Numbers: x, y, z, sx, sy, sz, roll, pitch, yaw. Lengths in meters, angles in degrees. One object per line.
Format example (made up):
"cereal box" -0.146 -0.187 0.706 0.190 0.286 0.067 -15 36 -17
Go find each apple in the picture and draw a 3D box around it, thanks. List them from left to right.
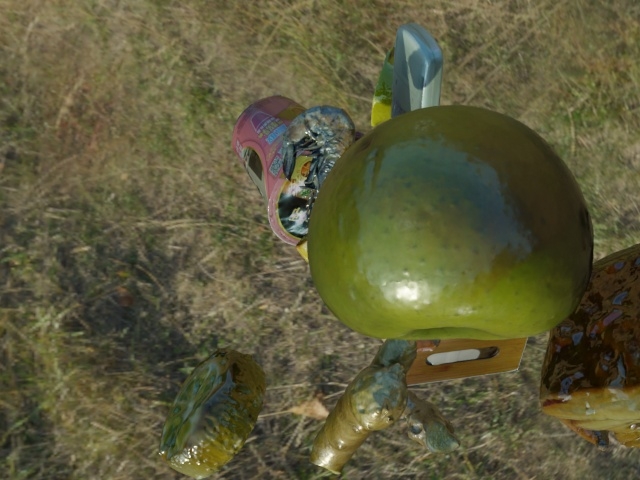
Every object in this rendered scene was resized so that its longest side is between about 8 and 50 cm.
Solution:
"apple" 0.087 -0.007 0.577 0.197 0.196 0.156 -8 70 25

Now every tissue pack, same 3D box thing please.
"tissue pack" 0.258 0.170 1.592 0.246 0.159 0.135 -7 48 -5

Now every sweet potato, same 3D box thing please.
"sweet potato" 0.487 0.271 1.599 0.112 0.112 0.359 -35 28 18

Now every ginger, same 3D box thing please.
"ginger" 0.045 0.219 1.022 0.065 0.118 0.298 31 142 3
"ginger" 0.241 0.413 1.877 0.138 0.213 0.074 31 94 -18

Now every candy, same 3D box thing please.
"candy" -0.210 0.328 1.576 0.118 0.260 0.260 38 105 -19

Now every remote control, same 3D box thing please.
"remote control" 0.183 -0.271 1.588 0.056 0.296 0.140 -16 46 -16

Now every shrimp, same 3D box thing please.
"shrimp" -0.011 -0.097 1.060 0.091 0.034 0.160 13 105 -6

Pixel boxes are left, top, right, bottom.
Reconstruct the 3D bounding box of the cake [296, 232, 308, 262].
"cake" 0.000 0.000 1.365 0.084 0.084 0.044 -38 98 17

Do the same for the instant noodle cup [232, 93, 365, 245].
"instant noodle cup" -0.048 -0.153 1.574 0.244 0.244 0.255 -52 47 12

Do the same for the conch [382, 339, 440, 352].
"conch" 0.091 0.052 1.237 0.127 0.158 0.255 9 115 59

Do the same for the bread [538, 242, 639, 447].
"bread" 0.470 0.141 1.118 0.325 0.167 0.277 -26 35 53

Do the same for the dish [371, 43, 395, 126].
"dish" 0.186 -0.367 1.981 0.080 0.149 0.207 18 99 12
